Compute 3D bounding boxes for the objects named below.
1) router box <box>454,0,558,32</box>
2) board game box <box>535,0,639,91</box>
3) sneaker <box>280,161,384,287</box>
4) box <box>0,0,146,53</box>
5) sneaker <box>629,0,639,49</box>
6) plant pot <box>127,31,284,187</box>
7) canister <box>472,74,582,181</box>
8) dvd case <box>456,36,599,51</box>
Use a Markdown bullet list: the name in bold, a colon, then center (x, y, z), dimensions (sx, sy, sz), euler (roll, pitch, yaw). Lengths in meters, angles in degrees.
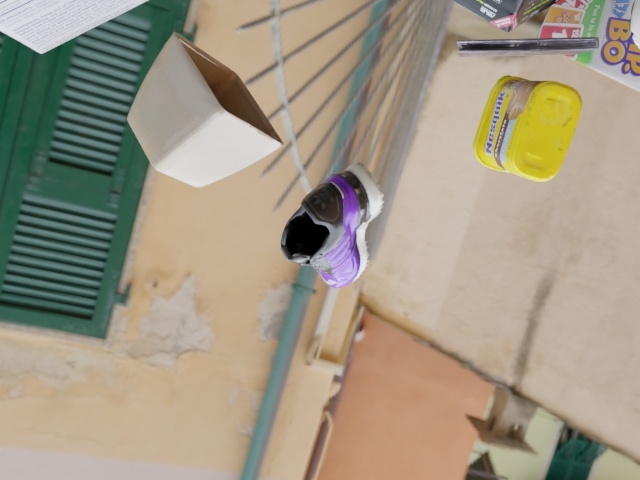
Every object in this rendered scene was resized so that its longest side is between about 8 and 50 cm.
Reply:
- **router box**: center (0.167, -0.243, 0.737), dimensions (0.092, 0.038, 0.122), euler (38, -133, 18)
- **board game box**: center (0.426, -0.293, 1.140), dimensions (0.039, 0.124, 0.259), euler (3, -152, -40)
- **sneaker**: center (0.000, -0.001, 1.272), dimensions (0.146, 0.293, 0.102), euler (-30, -115, -22)
- **box**: center (-0.162, -0.188, 0.501), dimensions (0.126, 0.072, 0.137), euler (-25, 177, 4)
- **sneaker**: center (0.479, -0.359, 0.988), dimensions (0.107, 0.279, 0.118), euler (-5, -160, -44)
- **plant pot**: center (-0.121, -0.115, 0.784), dimensions (0.109, 0.096, 0.109), euler (57, -164, 26)
- **canister**: center (0.259, -0.144, 1.024), dimensions (0.073, 0.126, 0.170), euler (16, -170, -7)
- **dvd case**: center (0.264, -0.253, 1.059), dimensions (0.164, 0.018, 0.221), euler (1, -168, 10)
